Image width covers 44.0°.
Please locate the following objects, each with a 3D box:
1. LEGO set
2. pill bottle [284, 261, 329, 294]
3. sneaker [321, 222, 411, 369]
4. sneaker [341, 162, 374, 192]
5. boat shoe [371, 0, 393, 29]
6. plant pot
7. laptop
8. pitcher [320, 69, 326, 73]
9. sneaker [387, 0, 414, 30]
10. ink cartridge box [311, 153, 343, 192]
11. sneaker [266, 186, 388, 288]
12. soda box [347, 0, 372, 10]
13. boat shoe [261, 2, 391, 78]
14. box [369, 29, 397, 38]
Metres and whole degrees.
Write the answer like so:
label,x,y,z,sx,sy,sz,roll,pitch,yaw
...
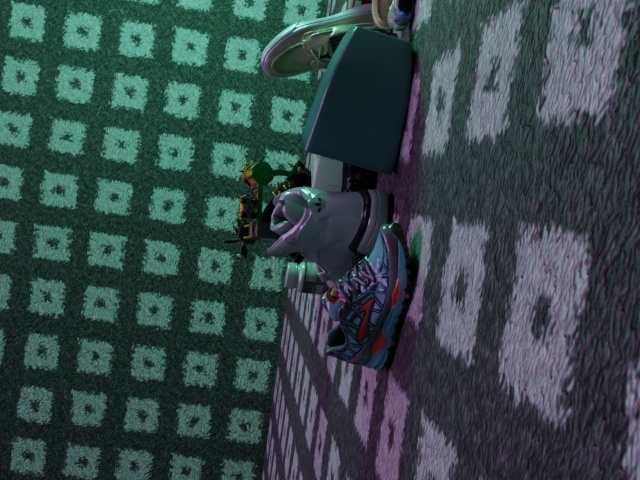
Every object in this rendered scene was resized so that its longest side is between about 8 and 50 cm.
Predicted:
label,x,y,z,sx,sy,sz,roll,pitch,yaw
LEGO set,-0.097,-0.083,2.102,0.192,0.331,0.255,-8,87,61
pill bottle,-0.018,0.094,1.967,0.078,0.137,0.078,-172,90,-84
sneaker,0.066,0.091,1.226,0.104,0.125,0.262,-95,14,-62
sneaker,0.084,-0.127,1.633,0.217,0.079,0.121,92,177,-47
boat shoe,0.140,-0.512,1.608,0.059,0.062,0.170,97,180,-73
plant pot,0.079,-0.267,1.464,0.165,0.165,0.234,-102,28,-73
laptop,-0.077,-0.055,2.319,0.136,0.264,0.234,-4,46,50
pitcher,0.055,-0.509,2.254,0.207,0.125,0.178,-69,-31,-69
sneaker,0.159,-0.465,1.486,0.058,0.052,0.135,152,119,-71
ink cartridge box,0.054,-0.260,1.836,0.201,0.117,0.278,-91,10,-55
sneaker,0.000,0.000,1.564,0.366,0.210,0.138,109,167,-63
soda box,0.095,-0.488,1.914,0.263,0.083,0.092,105,171,-47
boat shoe,0.010,-0.431,1.738,0.094,0.302,0.109,-101,-14,-51
box,0.120,-0.381,1.626,0.083,0.062,0.052,106,169,-55
